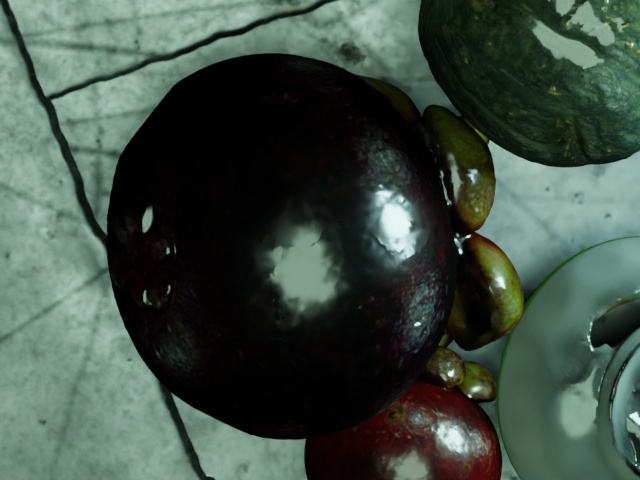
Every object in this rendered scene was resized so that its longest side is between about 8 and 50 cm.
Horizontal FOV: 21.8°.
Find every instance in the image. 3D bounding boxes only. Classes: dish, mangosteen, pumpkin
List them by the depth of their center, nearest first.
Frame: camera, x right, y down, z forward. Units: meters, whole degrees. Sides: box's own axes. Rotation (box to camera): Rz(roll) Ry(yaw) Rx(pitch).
[{"bbox_3d":[0.232,-0.220,1.557,0.257,0.327,0.291,34,88,-17],"label":"pumpkin"},{"bbox_3d":[0.000,0.000,1.657,0.435,0.382,0.382,-6,106,-36],"label":"mangosteen"},{"bbox_3d":[0.356,0.162,1.756,0.324,0.124,0.324,-3,99,-23],"label":"dish"},{"bbox_3d":[0.100,0.206,1.780,0.215,0.215,0.257,28,66,-9],"label":"mangosteen"}]
